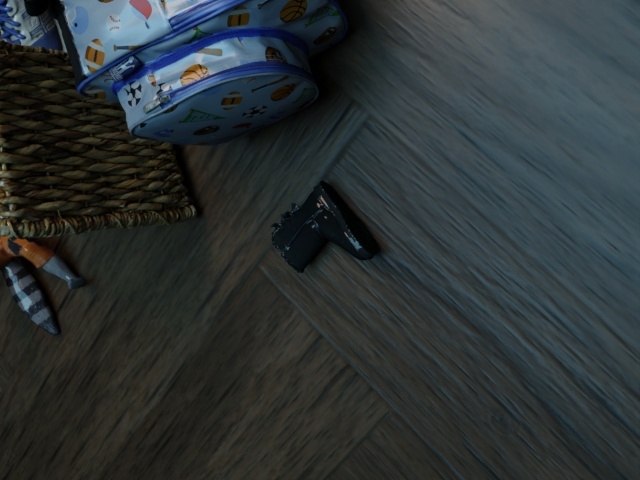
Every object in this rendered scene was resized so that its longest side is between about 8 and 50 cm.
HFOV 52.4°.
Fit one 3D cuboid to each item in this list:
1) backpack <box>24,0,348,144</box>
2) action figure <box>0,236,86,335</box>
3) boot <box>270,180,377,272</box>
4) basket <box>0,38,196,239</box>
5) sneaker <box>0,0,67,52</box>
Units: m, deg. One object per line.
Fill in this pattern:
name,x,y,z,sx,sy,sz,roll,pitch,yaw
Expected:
backpack,-0.108,-0.225,0.689,0.263,0.276,0.213,-28,88,22
action figure,-0.565,0.033,1.020,0.341,0.178,0.330,-40,71,2
boot,0.000,0.000,0.773,0.099,0.045,0.121,-46,68,23
basket,-0.342,-0.094,0.801,0.213,0.299,0.223,-16,89,30
sneaker,-0.435,-0.332,0.918,0.112,0.131,0.296,5,101,26
